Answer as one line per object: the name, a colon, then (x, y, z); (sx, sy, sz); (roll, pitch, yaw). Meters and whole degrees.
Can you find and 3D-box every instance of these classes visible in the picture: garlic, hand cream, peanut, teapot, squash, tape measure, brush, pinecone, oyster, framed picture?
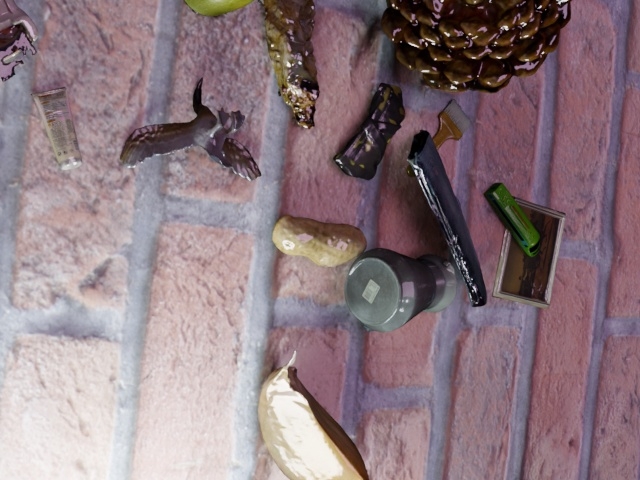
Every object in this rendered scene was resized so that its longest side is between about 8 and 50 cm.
garlic: (-0.024, 0.347, 1.554); (0.151, 0.196, 0.338); (-39, 109, -40)
hand cream: (-0.452, -0.192, 1.370); (0.061, 0.039, 0.143); (-16, 91, -22)
peanut: (0.000, 0.000, 1.608); (0.214, 0.099, 0.099); (16, 84, -32)
teapot: (0.166, 0.111, 1.661); (0.225, 0.171, 0.203); (-2, 132, -49)
squash: (-0.168, -0.473, 1.439); (0.123, 0.187, 0.123); (-6, 101, -33)
tape measure: (-0.536, -0.355, 1.178); (0.130, 0.258, 0.265); (-34, 109, -23)
brush: (0.265, -0.223, 1.801); (0.082, 0.010, 0.218); (48, 71, -24)
pinecone: (0.328, -0.498, 1.643); (0.398, 0.398, 0.397); (-1, 93, -30)
oyster: (-0.046, -0.395, 1.581); (0.129, 0.078, 0.345); (-12, 96, -38)
framed picture: (0.524, 0.034, 1.962); (0.197, 0.014, 0.252); (14, 85, -30)

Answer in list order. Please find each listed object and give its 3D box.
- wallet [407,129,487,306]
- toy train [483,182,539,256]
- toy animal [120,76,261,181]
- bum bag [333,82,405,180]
wallet: (0.284, -0.048, 1.734); (0.190, 0.046, 0.379); (-66, 135, -64)
toy train: (0.473, -0.046, 1.897); (0.044, 0.042, 0.209); (-43, 105, -16)
toy animal: (-0.200, -0.209, 1.462); (0.272, 0.160, 0.197); (11, 85, -37)
bum bag: (0.116, -0.232, 1.684); (0.107, 0.060, 0.232); (42, 74, -35)
